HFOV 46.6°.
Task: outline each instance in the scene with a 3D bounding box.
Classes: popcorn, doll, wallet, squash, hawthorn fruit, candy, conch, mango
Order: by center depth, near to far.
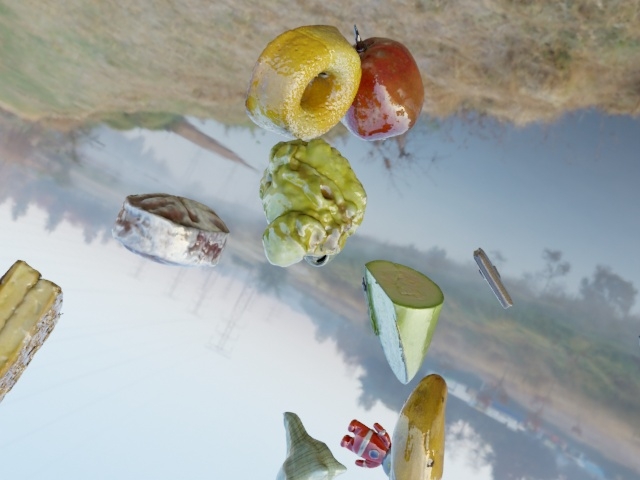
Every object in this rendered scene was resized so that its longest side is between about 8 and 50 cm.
[{"bbox_3d":[-0.020,0.444,1.393,0.137,0.234,0.114,3,167,6],"label":"conch"},{"bbox_3d":[-0.012,-0.076,1.580,0.225,0.286,0.174,8,151,-19],"label":"popcorn"},{"bbox_3d":[0.218,0.447,1.669,0.120,0.295,0.177,4,-178,17],"label":"mango"},{"bbox_3d":[-0.346,-0.026,1.756,0.214,0.157,0.289,28,-171,37],"label":"candy"},{"bbox_3d":[0.418,0.090,1.814,0.153,0.038,0.118,57,-166,2],"label":"wallet"},{"bbox_3d":[0.133,-0.416,1.918,0.254,0.254,0.300,23,149,43],"label":"hawthorn fruit"},{"bbox_3d":[0.171,0.566,1.952,0.245,0.142,0.076,31,-157,15],"label":"doll"},{"bbox_3d":[0.195,0.244,2.026,0.210,0.309,0.234,3,-150,-28],"label":"squash"}]

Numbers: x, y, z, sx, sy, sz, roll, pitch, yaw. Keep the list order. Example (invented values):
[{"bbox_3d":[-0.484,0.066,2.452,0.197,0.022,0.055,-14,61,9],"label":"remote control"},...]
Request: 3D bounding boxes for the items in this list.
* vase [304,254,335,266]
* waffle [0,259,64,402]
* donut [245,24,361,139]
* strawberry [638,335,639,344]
[{"bbox_3d":[0.000,0.000,1.908,0.128,0.128,0.248,27,-164,-4],"label":"vase"},{"bbox_3d":[-0.502,0.162,1.182,0.091,0.213,0.308,33,157,-8],"label":"waffle"},{"bbox_3d":[-0.026,-0.353,1.705,0.110,0.303,0.303,41,-177,28],"label":"donut"},{"bbox_3d":[0.813,0.218,1.540,0.238,0.288,0.250,-14,-106,-58],"label":"strawberry"}]
